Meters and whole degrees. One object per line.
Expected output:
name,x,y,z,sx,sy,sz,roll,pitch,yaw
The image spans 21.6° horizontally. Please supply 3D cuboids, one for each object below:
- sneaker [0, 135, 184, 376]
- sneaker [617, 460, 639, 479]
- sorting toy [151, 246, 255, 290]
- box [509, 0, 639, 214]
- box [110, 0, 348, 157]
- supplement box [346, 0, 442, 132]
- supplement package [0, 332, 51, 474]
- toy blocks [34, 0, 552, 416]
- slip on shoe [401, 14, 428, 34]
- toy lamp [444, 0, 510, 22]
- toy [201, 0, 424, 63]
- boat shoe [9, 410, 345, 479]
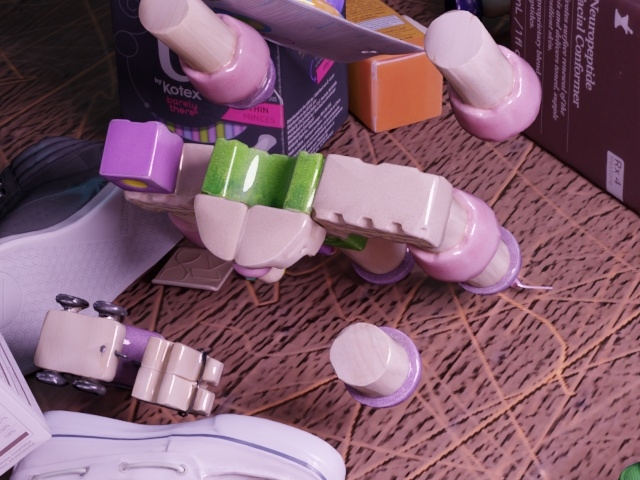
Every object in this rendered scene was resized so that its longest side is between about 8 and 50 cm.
sneaker,-0.235,0.014,1.295,0.147,0.105,0.295,10,39,44
sneaker,0.262,0.140,1.025,0.146,0.134,0.343,17,38,28
sorting toy,-0.085,0.026,1.331,0.083,0.012,0.062,7,29,19
box,0.312,-0.116,1.366,0.143,0.191,0.381,-20,36,-25
box,-0.077,-0.201,1.441,0.165,0.270,0.143,12,35,21
supplement box,0.028,-0.190,1.597,0.080,0.078,0.233,-18,37,-23
supplement package,-0.329,0.071,1.075,0.204,0.145,0.262,-38,43,-1
toy blocks,0.000,0.000,1.228,0.288,0.260,0.309,10,79,23
slip on shoe,0.115,-0.171,1.597,0.135,0.051,0.041,34,87,32
toy lamp,0.264,-0.241,1.662,0.274,0.080,0.080,-7,33,-4
toy,-0.048,-0.195,1.269,0.237,0.056,0.137,14,-4,-25
boat shoe,-0.096,0.163,1.077,0.226,0.083,0.076,-1,43,23
